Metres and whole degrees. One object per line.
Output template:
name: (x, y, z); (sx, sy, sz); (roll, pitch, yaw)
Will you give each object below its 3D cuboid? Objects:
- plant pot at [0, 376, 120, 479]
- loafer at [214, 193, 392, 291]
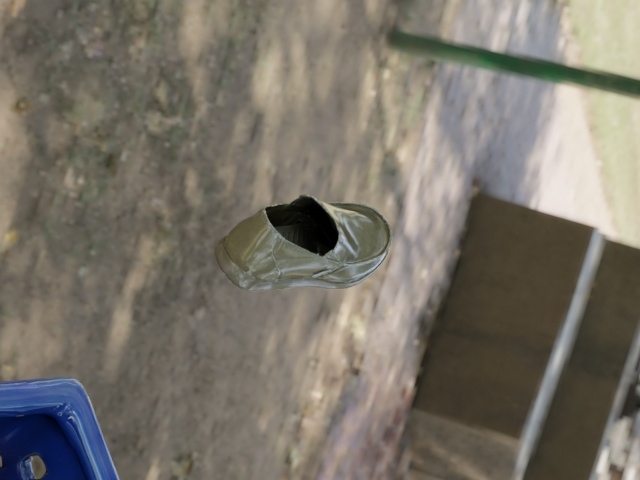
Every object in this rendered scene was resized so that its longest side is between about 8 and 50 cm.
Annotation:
plant pot: (-0.241, 0.226, 0.738); (0.236, 0.212, 0.236); (-2, 66, -55)
loafer: (0.000, 0.000, 0.865); (0.148, 0.056, 0.050); (-13, 155, -48)
